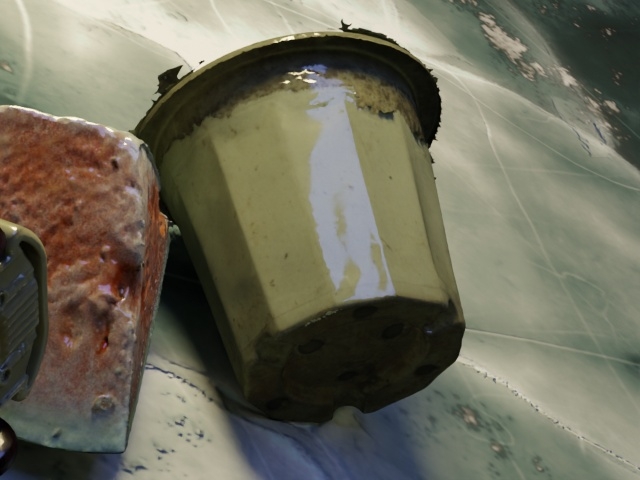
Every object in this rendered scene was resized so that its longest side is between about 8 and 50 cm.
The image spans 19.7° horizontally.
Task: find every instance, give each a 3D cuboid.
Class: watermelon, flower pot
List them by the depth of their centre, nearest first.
[{"bbox_3d":[-0.198,0.014,1.337,0.213,0.201,0.262,13,38,-13],"label":"watermelon"},{"bbox_3d":[0.000,0.000,1.540,0.290,0.290,0.259,11,48,-38],"label":"flower pot"}]

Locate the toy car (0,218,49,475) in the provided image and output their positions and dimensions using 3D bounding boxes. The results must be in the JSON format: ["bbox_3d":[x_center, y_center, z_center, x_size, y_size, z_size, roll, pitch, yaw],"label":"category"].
[{"bbox_3d":[-0.305,0.072,1.153,0.198,0.204,0.248,19,41,17],"label":"toy car"}]
